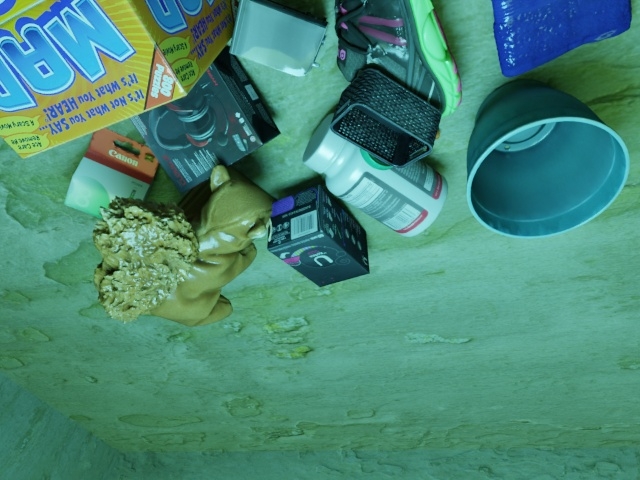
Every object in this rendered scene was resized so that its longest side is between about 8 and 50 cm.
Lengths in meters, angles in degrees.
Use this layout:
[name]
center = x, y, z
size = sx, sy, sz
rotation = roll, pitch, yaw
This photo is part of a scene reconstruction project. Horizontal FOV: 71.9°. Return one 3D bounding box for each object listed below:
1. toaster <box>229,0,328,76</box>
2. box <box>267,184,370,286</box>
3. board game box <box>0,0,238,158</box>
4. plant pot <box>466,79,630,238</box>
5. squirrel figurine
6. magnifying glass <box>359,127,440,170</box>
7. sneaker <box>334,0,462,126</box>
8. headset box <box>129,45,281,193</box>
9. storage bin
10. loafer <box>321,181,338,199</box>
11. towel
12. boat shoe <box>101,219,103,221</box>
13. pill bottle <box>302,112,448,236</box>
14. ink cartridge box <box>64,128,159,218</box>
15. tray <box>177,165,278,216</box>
[toaster]
center = -0.081, -0.385, 0.831
size = 0.186, 0.168, 0.110
rotation = 17, 110, -8
[box]
center = 0.000, 0.000, 1.176
size = 0.165, 0.143, 0.270
rotation = -18, 146, 25
[board game box]
center = -0.401, -0.418, 0.728
size = 0.357, 0.356, 0.356
rotation = -13, 129, 21
[plant pot]
center = 0.422, -0.189, 0.893
size = 0.272, 0.255, 0.271
rotation = 4, 135, 4
[squirrel figurine]
center = -0.286, 0.016, 0.978
size = 0.370, 0.397, 0.281
rotation = -37, 76, 30
[magnifying glass]
center = 0.178, -0.213, 0.961
size = 0.026, 0.231, 0.092
rotation = -30, 84, 59
[sneaker]
center = 0.097, -0.397, 0.795
size = 0.202, 0.185, 0.483
rotation = -22, 126, 22
[headset box]
center = -0.274, -0.257, 0.998
size = 0.293, 0.110, 0.218
rotation = -23, 106, 28
[storage bin]
center = 0.124, -0.228, 0.845
size = 0.180, 0.084, 0.122
rotation = 26, 160, -18
[loafer]
center = 0.013, -0.120, 1.168
size = 0.148, 0.050, 0.056
rotation = -22, 127, 27
[towel]
center = 0.400, -0.468, 0.760
size = 0.228, 0.076, 0.308
rotation = -19, 128, 16
[boat shoe]
center = -0.583, -0.024, 1.307
size = 0.123, 0.120, 0.324
rotation = 10, 135, -1
[pill bottle]
center = 0.124, -0.154, 1.030
size = 0.319, 0.176, 0.176
rotation = 30, 131, -19
[ink cartridge box]
center = -0.541, -0.161, 1.157
size = 0.181, 0.056, 0.224
rotation = 23, 110, -15
[tray]
center = -0.330, -0.026, 1.257
size = 0.203, 0.076, 0.411
rotation = 37, 119, -25
